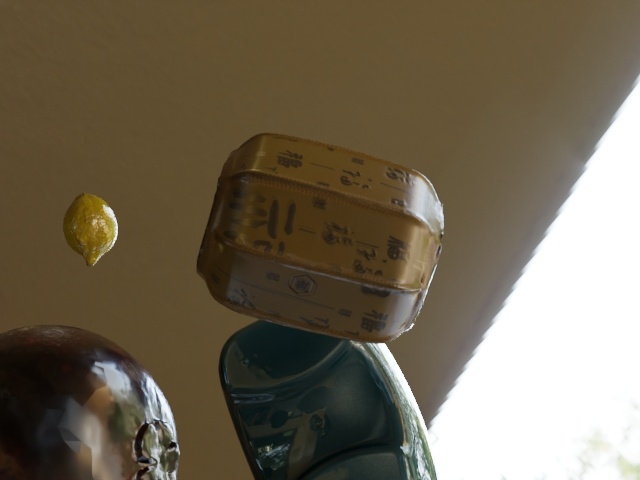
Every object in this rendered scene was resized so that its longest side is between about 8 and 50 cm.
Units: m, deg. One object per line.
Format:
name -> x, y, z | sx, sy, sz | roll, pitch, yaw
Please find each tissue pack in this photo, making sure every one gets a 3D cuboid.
tissue pack -> 0.015, 0.217, 1.637 | 0.198, 0.287, 0.206 | -28, -18, 7

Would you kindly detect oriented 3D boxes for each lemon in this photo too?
lemon -> -0.276, -0.013, 1.722 | 0.065, 0.092, 0.065 | -8, -18, -3

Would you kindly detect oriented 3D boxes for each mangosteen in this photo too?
mangosteen -> -0.198, 0.154, 1.004 | 0.209, 0.210, 0.210 | -21, -46, -23

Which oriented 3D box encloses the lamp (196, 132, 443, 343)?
lamp -> 0.000, 0.000, 1.177 | 0.185, 0.161, 0.161 | 17, -61, -1
